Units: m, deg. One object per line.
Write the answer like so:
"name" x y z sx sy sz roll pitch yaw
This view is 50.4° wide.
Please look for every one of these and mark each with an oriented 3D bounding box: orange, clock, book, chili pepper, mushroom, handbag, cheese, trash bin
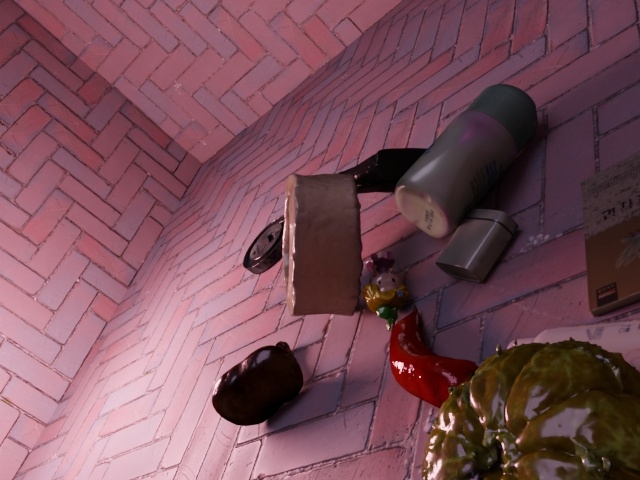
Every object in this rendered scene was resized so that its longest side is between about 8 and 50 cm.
"orange" 0.245 0.263 0.728 0.301 0.223 0.300 -45 26 24
"clock" -0.160 0.014 2.154 0.215 0.042 0.215 -40 24 21
"book" 0.497 -0.040 1.021 0.217 0.021 0.310 -30 28 38
"chili pepper" 0.185 0.196 1.133 0.137 0.092 0.368 -39 23 -7
"mushroom" -0.124 0.301 1.531 0.227 0.148 0.217 -32 7 16
"handbag" 0.154 -0.162 1.628 0.247 0.080 0.223 -8 -5 -39
"cheese" -0.003 -0.002 1.486 0.292 0.153 0.332 -98 12 -52
"trash bin" 0.293 0.009 1.277 0.130 0.059 0.116 -55 21 -11

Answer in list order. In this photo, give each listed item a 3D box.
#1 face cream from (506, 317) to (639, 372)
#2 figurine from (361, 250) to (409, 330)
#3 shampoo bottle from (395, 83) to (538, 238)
"face cream" 0.361 0.147 0.884 0.269 0.082 0.082 -20 35 52
"figurine" 0.133 0.116 1.392 0.095 0.115 0.156 -13 49 1
"shampoo bottle" 0.312 -0.178 1.398 0.349 0.151 0.222 -47 -20 -15
